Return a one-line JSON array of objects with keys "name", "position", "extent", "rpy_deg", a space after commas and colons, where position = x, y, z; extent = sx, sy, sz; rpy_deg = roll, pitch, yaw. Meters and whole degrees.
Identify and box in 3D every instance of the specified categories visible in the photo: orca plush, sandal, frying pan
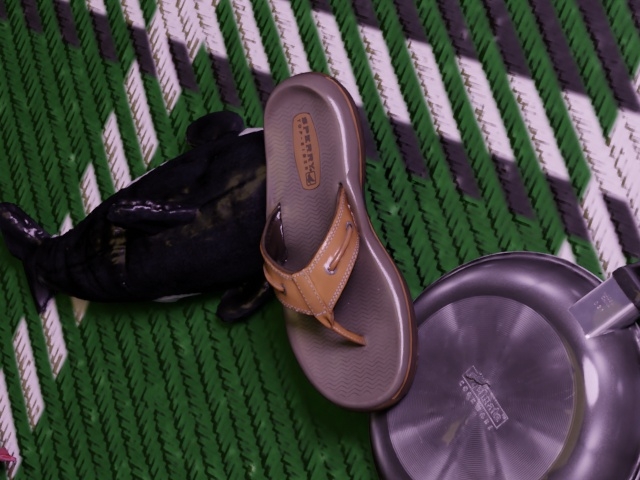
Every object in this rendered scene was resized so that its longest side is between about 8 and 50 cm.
[{"name": "orca plush", "position": [-0.118, -0.026, 1.199], "extent": [0.287, 0.102, 0.151], "rpy_deg": [-1, 76, 32]}, {"name": "sandal", "position": [0.000, 0.000, 1.085], "extent": [0.090, 0.060, 0.219], "rpy_deg": [-13, 83, 31]}, {"name": "frying pan", "position": [0.160, 0.080, 1.035], "extent": [0.326, 0.053, 0.197], "rpy_deg": [-21, 67, 29]}]

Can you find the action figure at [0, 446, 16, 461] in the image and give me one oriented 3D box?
[{"name": "action figure", "position": [-0.394, 0.106, 1.282], "extent": [0.370, 0.248, 0.275], "rpy_deg": [35, 132, 10]}]
